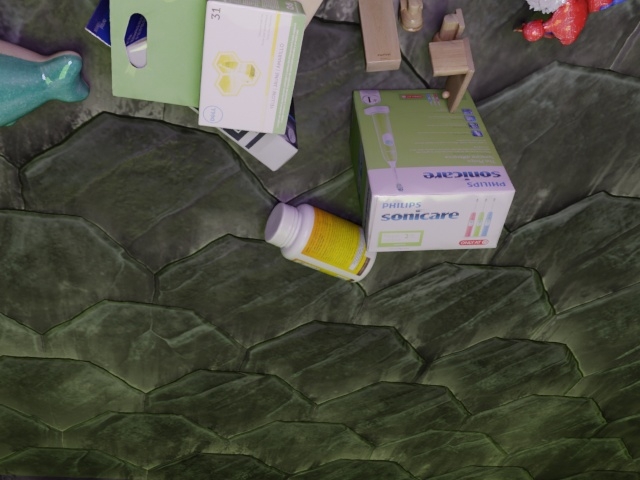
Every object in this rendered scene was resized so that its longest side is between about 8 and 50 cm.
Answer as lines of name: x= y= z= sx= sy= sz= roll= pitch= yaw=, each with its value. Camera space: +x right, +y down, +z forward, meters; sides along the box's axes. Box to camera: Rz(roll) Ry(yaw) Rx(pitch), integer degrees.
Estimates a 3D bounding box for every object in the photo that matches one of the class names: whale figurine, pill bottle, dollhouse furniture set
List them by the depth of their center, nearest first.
whale figurine: x=-0.497 y=-0.225 z=0.861 sx=0.271 sy=0.141 sz=0.216 roll=-4 pitch=158 yaw=-17
dollhouse furniture set: x=0.138 y=-0.285 z=0.885 sx=0.151 sy=0.144 sz=0.123 roll=-5 pitch=164 yaw=-1
pill bottle: x=0.000 y=0.000 z=1.149 sx=0.214 sy=0.117 sz=0.117 roll=22 pitch=129 yaw=-24

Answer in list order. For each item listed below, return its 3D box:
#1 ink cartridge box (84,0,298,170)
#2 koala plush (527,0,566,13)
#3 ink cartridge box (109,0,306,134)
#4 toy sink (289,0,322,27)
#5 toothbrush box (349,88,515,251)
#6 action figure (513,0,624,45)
ink cartridge box: x=-0.172 y=-0.257 z=0.852 sx=0.065 sy=0.165 sz=0.332 roll=-37 pitch=127 yaw=27
koala plush: x=0.275 y=-0.415 z=0.710 sx=0.203 sy=0.196 sz=0.221 roll=-10 pitch=139 yaw=11
ink cartridge box: x=-0.149 y=-0.233 z=0.731 sx=0.234 sy=0.056 sz=0.171 roll=3 pitch=131 yaw=-14
toy sink: x=-0.043 y=-0.382 z=0.751 sx=0.131 sy=0.153 sz=0.234 roll=22 pitch=127 yaw=-24
toothbrush box: x=0.163 y=-0.124 z=0.927 sx=0.206 sy=0.283 sz=0.122 roll=-2 pitch=134 yaw=-4
action figure: x=0.399 y=-0.378 z=0.847 sx=0.280 sy=0.139 sz=0.091 roll=-31 pitch=131 yaw=-6
